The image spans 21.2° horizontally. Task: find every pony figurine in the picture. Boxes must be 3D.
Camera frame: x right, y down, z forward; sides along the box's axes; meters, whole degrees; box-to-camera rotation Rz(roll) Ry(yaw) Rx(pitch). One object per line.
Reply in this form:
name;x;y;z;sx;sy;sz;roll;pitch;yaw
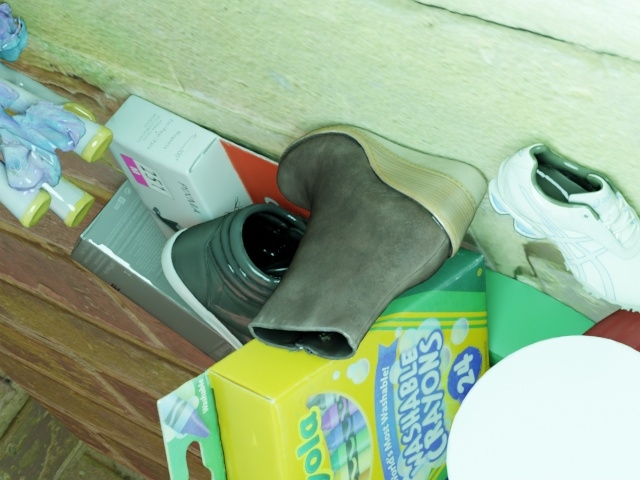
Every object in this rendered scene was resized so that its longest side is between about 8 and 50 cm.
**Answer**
pony figurine;-0.382;-0.159;1.644;0.363;0.303;0.351;37;-176;3

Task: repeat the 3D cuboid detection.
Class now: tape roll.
tape roll;0.206;0.141;1.695;0.321;0.077;0.321;31;164;10

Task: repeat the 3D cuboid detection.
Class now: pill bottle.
pill bottle;0.234;0.233;1.318;0.210;0.210;0.363;22;159;36

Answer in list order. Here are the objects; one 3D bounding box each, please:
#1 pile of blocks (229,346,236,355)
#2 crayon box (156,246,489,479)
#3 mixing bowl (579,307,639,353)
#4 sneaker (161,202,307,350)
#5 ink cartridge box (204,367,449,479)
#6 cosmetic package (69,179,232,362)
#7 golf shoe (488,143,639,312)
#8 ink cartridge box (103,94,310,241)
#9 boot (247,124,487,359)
pile of blocks;-0.005;0.163;2.062;0.112;0.149;0.362;24;176;18
crayon box;0.018;0.155;1.463;0.083;0.323;0.203;22;130;39
mixing bowl;0.287;0.114;1.423;0.181;0.098;0.181;30;162;10
sneaker;-0.015;0.076;1.725;0.295;0.105;0.147;40;146;-14
ink cartridge box;0.070;0.229;1.815;0.307;0.072;0.303;-3;-149;-40
cosmetic package;-0.178;0.041;2.097;0.238;0.107;0.127;38;161;-4
golf shoe;0.210;-0.009;1.285;0.176;0.069;0.086;32;158;3
ink cartridge box;-0.084;-0.015;1.799;0.239;0.060;0.275;27;159;31
boot;0.000;0.000;1.435;0.248;0.207;0.090;9;138;48
